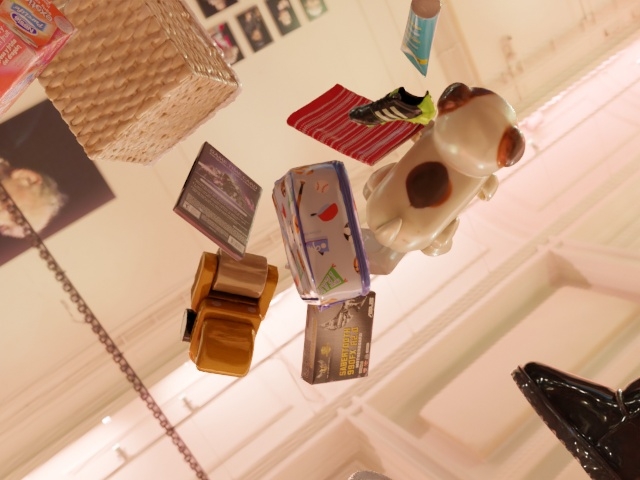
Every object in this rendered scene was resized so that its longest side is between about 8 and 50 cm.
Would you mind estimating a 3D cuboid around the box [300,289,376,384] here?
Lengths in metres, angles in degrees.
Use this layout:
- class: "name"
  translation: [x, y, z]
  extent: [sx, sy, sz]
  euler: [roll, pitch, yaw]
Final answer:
- class: "box"
  translation: [0.047, 0.241, 1.726]
  extent: [0.183, 0.231, 0.056]
  euler: [1, -172, -36]

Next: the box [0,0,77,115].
- class: "box"
  translation: [-0.509, -0.270, 1.028]
  extent: [0.257, 0.122, 0.128]
  euler: [-33, -159, 30]

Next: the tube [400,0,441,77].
- class: "tube"
  translation: [0.184, -0.380, 1.259]
  extent: [0.052, 0.080, 0.207]
  euler: [-31, 168, -5]

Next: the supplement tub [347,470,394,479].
- class: "supplement tub"
  translation: [0.028, 0.379, 0.772]
  extent: [0.144, 0.144, 0.199]
  euler: [-7, -156, 42]

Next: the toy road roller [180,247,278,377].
- class: "toy road roller"
  translation: [-0.238, 0.206, 1.773]
  extent: [0.202, 0.330, 0.241]
  euler: [12, -154, -18]

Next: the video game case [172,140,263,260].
- class: "video game case"
  translation: [-0.236, -0.099, 1.617]
  extent: [0.026, 0.196, 0.274]
  euler: [-36, -153, 30]

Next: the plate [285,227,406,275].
- class: "plate"
  translation: [0.082, 0.018, 1.752]
  extent: [0.277, 0.045, 0.278]
  euler: [3, -161, 22]

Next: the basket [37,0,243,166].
- class: "basket"
  translation: [-0.417, -0.385, 1.527]
  extent: [0.331, 0.328, 0.266]
  euler: [-35, 178, 14]

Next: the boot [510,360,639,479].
- class: "boot"
  translation: [0.581, 0.205, 1.120]
  extent: [0.445, 0.146, 0.367]
  euler: [-41, -152, 5]

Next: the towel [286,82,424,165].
- class: "towel"
  translation: [0.077, -0.276, 1.585]
  extent: [0.275, 0.031, 0.199]
  euler: [32, -124, 33]

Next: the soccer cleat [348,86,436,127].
- class: "soccer cleat"
  translation: [0.134, -0.259, 1.300]
  extent: [0.178, 0.072, 0.060]
  euler: [3, -134, 26]

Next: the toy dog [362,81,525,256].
- class: "toy dog"
  translation: [0.284, -0.182, 1.593]
  extent: [0.395, 0.284, 0.408]
  euler: [-19, 153, -55]

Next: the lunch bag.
- class: "lunch bag"
  translation: [0.000, 0.000, 1.154]
  extent: [0.115, 0.243, 0.303]
  euler: [-15, 178, -8]
